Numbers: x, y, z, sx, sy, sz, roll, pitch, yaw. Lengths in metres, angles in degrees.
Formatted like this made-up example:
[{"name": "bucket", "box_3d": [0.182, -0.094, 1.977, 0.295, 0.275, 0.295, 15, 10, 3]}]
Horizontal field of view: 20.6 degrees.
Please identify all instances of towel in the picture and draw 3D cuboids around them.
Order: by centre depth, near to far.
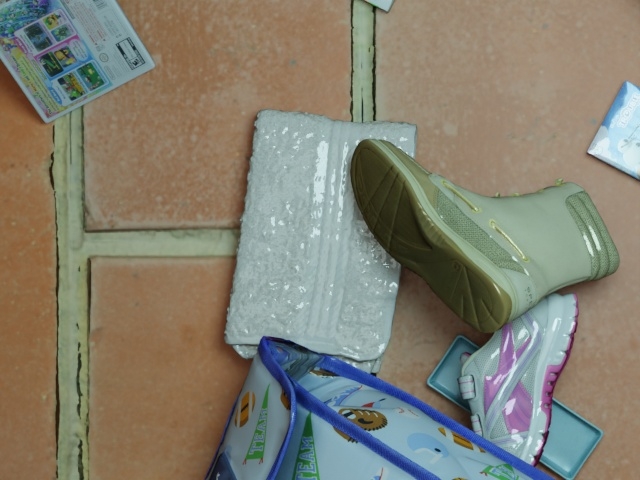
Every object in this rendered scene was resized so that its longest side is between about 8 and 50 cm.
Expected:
[{"name": "towel", "box_3d": [0.000, 0.000, 1.940, 0.187, 0.049, 0.282, 7, 89, 6]}]

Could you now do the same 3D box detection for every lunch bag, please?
[{"name": "lunch bag", "box_3d": [0.017, 0.317, 1.809, 0.385, 0.239, 0.328, 31, 104, 37]}]

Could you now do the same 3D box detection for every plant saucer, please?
[{"name": "plant saucer", "box_3d": [0.213, 0.183, 1.928, 0.192, 0.018, 0.067, 34, 92, 7]}]

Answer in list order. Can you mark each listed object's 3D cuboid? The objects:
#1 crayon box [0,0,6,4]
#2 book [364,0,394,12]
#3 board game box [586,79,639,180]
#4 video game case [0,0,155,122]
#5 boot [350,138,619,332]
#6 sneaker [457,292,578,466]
[{"name": "crayon box", "box_3d": [-0.306, -0.443, 1.956, 0.363, 0.106, 0.313, -26, 87, 6]}, {"name": "book", "box_3d": [0.032, -0.327, 1.953, 0.144, 0.035, 0.096, 28, 95, 7]}, {"name": "board game box", "box_3d": [0.351, -0.115, 1.918, 0.090, 0.020, 0.090, 28, 92, 7]}, {"name": "video game case", "box_3d": [-0.281, -0.220, 1.942, 0.143, 0.019, 0.157, -27, 129, 5]}, {"name": "boot", "box_3d": [0.174, -0.030, 1.871, 0.262, 0.203, 0.095, 46, 138, 29]}, {"name": "sneaker", "box_3d": [0.196, 0.167, 1.878, 0.111, 0.103, 0.252, 15, 84, 10]}]
